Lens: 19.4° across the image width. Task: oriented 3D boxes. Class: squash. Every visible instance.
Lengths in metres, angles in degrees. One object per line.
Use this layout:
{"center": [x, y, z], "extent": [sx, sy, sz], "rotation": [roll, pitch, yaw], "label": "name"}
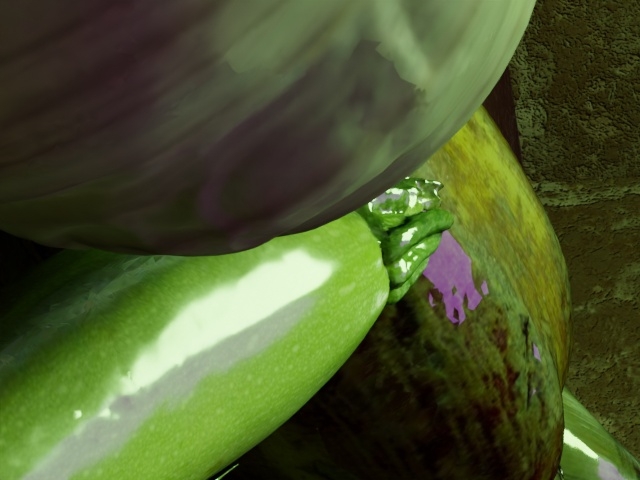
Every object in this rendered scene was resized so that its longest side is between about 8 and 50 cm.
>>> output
{"center": [-0.067, 0.045, 0.604], "extent": [0.341, 0.094, 0.094], "rotation": [-37, 127, -44], "label": "squash"}

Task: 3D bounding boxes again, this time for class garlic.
{"center": [-0.066, -0.136, 0.506], "extent": [0.317, 0.259, 0.317], "rotation": [40, 35, -37], "label": "garlic"}

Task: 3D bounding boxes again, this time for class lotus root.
{"center": [0.000, 0.000, 0.812], "extent": [0.397, 0.179, 0.196], "rotation": [54, 50, -36], "label": "lotus root"}

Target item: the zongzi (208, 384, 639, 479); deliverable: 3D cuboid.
{"center": [0.086, 0.066, 1.071], "extent": [0.138, 0.300, 0.286], "rotation": [107, -9, -45], "label": "zongzi"}
